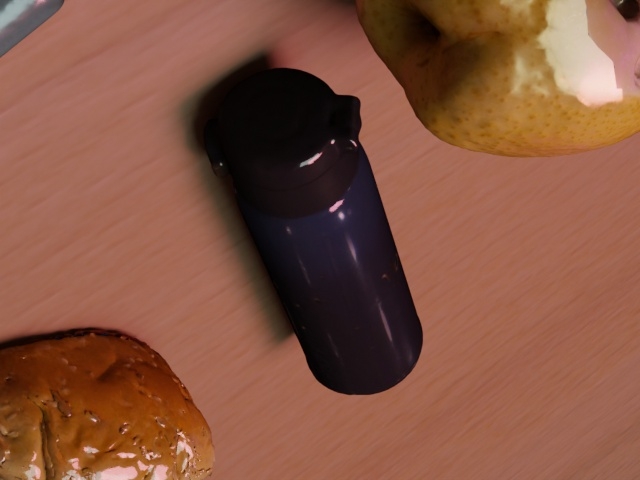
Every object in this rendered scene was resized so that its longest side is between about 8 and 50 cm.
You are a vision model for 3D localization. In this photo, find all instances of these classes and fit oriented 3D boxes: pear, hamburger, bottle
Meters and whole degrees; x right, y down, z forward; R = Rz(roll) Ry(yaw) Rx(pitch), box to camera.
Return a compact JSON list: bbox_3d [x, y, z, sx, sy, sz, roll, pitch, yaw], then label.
[{"bbox_3d":[0.100,-0.119,0.803,0.178,0.178,0.178,-31,146,-24],"label":"pear"},{"bbox_3d":[-0.111,0.101,0.864,0.176,0.102,0.087,5,110,-52],"label":"hamburger"},{"bbox_3d":[0.000,0.000,0.912,0.244,0.082,0.072,71,22,-57],"label":"bottle"}]

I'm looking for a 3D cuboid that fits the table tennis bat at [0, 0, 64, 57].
[{"bbox_3d":[-0.200,-0.032,0.668,0.244,0.040,0.153,-41,148,-1],"label":"table tennis bat"}]
